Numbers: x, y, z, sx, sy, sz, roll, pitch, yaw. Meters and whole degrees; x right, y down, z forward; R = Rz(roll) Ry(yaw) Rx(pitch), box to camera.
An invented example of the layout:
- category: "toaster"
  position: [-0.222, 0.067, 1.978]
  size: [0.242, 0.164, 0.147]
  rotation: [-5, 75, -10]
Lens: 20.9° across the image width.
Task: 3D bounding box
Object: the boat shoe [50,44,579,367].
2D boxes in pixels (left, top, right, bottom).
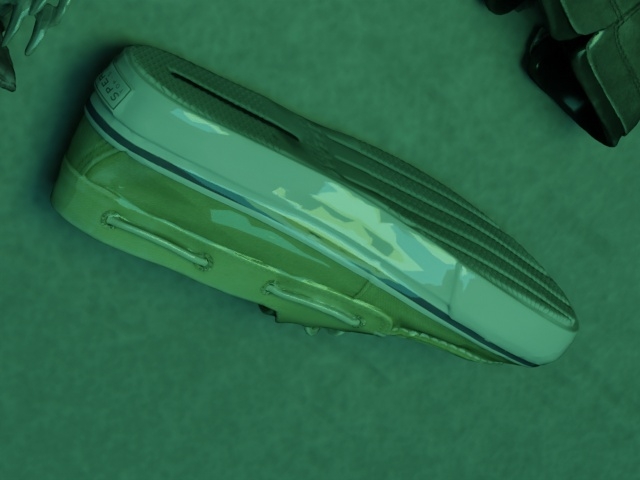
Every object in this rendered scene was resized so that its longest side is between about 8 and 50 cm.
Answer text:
- category: "boat shoe"
  position: [0.000, 0.000, 0.920]
  size: [0.302, 0.109, 0.094]
  rotation: [28, 112, -21]

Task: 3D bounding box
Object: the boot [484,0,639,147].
- category: "boot"
  position: [0.172, -0.224, 0.895]
  size: [0.222, 0.118, 0.338]
  rotation: [-29, 115, -7]

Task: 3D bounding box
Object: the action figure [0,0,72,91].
- category: "action figure"
  position: [-0.083, -0.206, 0.777]
  size: [0.285, 0.099, 0.185]
  rotation: [-42, 154, 7]
